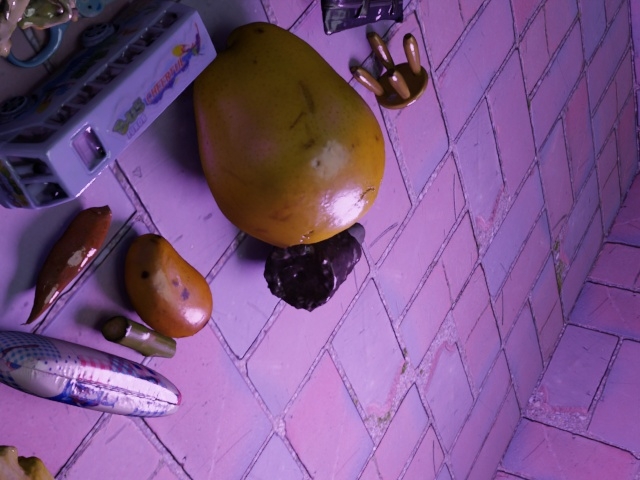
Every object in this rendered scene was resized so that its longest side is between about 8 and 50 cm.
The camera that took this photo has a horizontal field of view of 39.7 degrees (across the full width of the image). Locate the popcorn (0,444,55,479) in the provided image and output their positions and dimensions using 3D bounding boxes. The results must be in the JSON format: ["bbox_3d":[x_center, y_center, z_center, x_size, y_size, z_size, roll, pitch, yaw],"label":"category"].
[{"bbox_3d":[-0.400,0.348,1.001,0.258,0.270,0.224,-16,89,-21],"label":"popcorn"}]

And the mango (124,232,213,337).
[{"bbox_3d":[-0.225,0.073,1.297,0.178,0.090,0.115,56,43,-45],"label":"mango"}]

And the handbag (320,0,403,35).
[{"bbox_3d":[0.074,-0.475,1.553,0.254,0.089,0.211,-27,118,-49],"label":"handbag"}]

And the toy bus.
[{"bbox_3d":[-0.271,-0.171,1.093,0.329,0.136,0.109,-54,139,-32],"label":"toy bus"}]

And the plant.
[{"bbox_3d":[-0.002,0.002,1.569,0.146,0.149,0.274,-47,-173,37],"label":"plant"}]

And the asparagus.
[{"bbox_3d":[-0.263,0.146,1.314,0.045,0.041,0.178,-40,157,1],"label":"asparagus"}]

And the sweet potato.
[{"bbox_3d":[-0.332,0.030,1.154,0.195,0.056,0.056,-58,143,-20],"label":"sweet potato"}]

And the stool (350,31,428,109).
[{"bbox_3d":[0.135,-0.322,1.682,0.110,0.134,0.135,48,16,-50],"label":"stool"}]

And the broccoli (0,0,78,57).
[{"bbox_3d":[-0.331,-0.349,0.875,0.334,0.272,0.324,-66,-175,-27],"label":"broccoli"}]

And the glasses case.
[{"bbox_3d":[-0.310,0.180,1.171,0.327,0.125,0.076,31,74,-56],"label":"glasses case"}]

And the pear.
[{"bbox_3d":[-0.054,-0.155,1.346,0.285,0.285,0.336,1,61,-57],"label":"pear"}]

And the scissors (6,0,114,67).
[{"bbox_3d":[-0.297,-0.304,1.102,0.256,0.030,0.125,-34,129,-42],"label":"scissors"}]
